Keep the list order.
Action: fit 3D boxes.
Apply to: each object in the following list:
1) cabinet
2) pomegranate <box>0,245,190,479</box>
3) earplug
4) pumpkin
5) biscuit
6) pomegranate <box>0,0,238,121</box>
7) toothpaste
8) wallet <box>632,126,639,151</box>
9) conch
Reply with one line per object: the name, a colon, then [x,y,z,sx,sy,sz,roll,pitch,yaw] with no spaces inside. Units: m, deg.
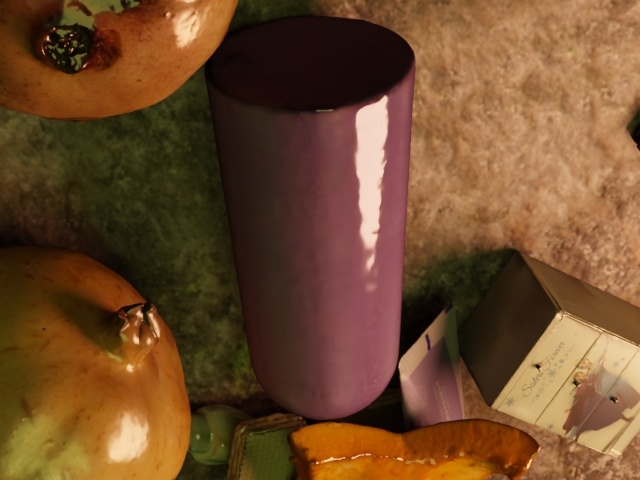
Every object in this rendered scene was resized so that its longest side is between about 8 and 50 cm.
cabinet: [0.300,0.140,1.870,0.206,0.150,0.145,24,110,-25]
pomegranate: [-0.281,0.164,1.637,0.342,0.342,0.342,-6,120,-11]
earplug: [0.000,0.000,1.693,0.215,0.215,0.456,-9,123,-9]
pumpkin: [0.083,0.302,1.830,0.290,0.095,0.258,1,133,-12]
biscuit: [0.000,0.260,1.889,0.250,0.046,0.147,-9,124,-27]
pomegranate: [-0.228,-0.260,1.450,0.322,0.322,0.322,-6,120,-11]
toothpaste: [0.146,0.251,1.913,0.125,0.080,0.371,-44,142,-38]
wallet: [0.528,-0.121,1.832,0.262,0.071,0.221,36,106,-21]
conch: [-0.123,0.243,1.872,0.180,0.065,0.088,12,114,-26]
